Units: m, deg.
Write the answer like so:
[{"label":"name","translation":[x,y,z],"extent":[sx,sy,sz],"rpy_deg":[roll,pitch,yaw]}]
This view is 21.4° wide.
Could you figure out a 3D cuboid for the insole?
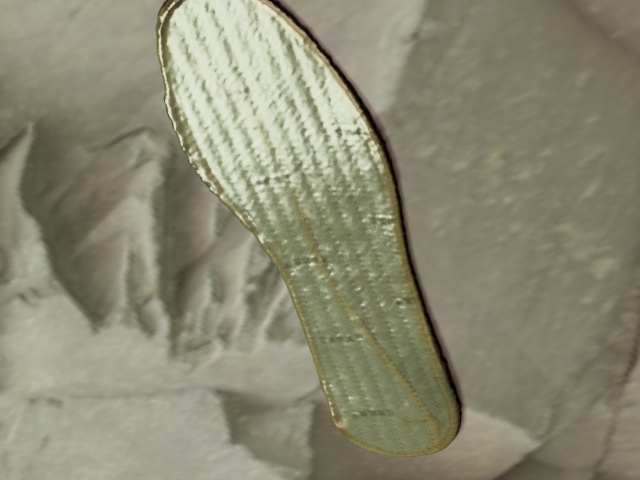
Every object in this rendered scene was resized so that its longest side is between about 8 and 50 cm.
[{"label":"insole","translation":[0.000,0.000,0.977],"extent":[0.119,0.009,0.348],"rpy_deg":[-6,126,25]}]
